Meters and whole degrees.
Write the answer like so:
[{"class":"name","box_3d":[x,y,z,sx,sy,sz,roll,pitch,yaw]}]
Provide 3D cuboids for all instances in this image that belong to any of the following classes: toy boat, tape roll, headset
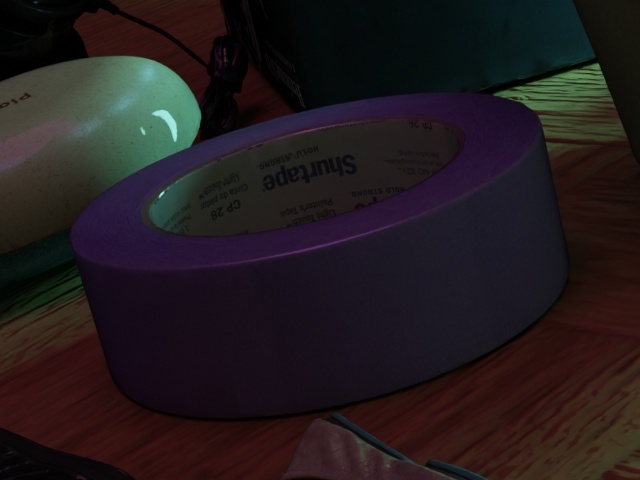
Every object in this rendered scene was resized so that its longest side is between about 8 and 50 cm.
[{"class":"toy boat","box_3d":[-0.226,-0.053,1.235,0.268,0.148,0.318,-25,28,-14]},{"class":"tape roll","box_3d":[0.000,0.000,0.961,0.275,0.090,0.275,-13,19,5]},{"class":"headset","box_3d":[-0.261,-0.162,1.451,0.394,0.243,0.185,4,45,1]}]

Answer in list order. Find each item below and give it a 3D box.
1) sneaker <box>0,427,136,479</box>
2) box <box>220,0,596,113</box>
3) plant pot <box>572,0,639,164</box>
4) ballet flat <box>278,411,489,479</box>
[{"class":"sneaker","box_3d":[-0.145,0.129,0.753,0.170,0.051,0.089,5,21,36]},{"class":"box","box_3d":[0.032,-0.397,1.482,0.298,0.471,0.480,-18,19,-6]},{"class":"plant pot","box_3d":[0.263,-0.200,0.973,0.334,0.305,0.334,-16,25,8]},{"class":"ballet flat","box_3d":[0.036,0.116,0.683,0.052,0.057,0.168,-50,26,-14]}]
